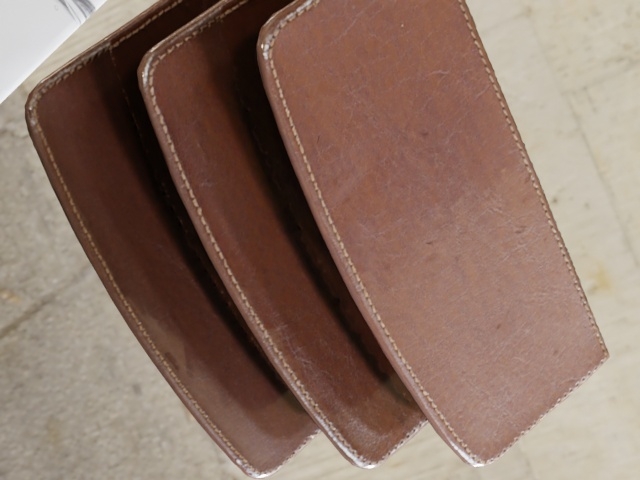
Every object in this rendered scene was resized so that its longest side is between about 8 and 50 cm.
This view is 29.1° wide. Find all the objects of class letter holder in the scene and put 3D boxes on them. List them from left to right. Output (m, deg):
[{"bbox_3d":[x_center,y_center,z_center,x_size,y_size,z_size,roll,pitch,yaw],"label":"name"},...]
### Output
[{"bbox_3d":[0.000,0.000,0.708,0.152,0.214,0.301,20,-37,55],"label":"letter holder"}]

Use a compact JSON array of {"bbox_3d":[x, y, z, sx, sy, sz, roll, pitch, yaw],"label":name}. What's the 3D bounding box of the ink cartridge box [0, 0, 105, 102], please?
[{"bbox_3d":[-0.297,-0.198,1.018,0.129,0.223,0.307,52,60,-25],"label":"ink cartridge box"}]
